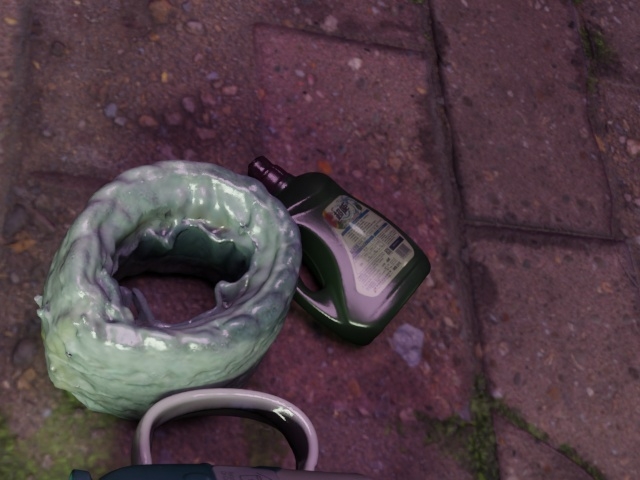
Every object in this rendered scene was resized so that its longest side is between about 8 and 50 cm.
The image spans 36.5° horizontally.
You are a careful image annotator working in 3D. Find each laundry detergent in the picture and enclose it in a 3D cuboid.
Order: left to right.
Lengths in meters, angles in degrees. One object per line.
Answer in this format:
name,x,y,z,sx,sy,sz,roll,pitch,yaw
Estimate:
laundry detergent,0.000,0.000,1.028,0.221,0.078,0.144,40,60,3

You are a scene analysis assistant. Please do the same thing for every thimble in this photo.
thimble,-0.142,0.051,0.891,0.250,0.172,0.205,-30,72,-35

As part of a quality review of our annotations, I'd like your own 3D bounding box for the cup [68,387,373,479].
cup,-0.075,0.257,0.771,0.257,0.219,0.290,8,56,-16
